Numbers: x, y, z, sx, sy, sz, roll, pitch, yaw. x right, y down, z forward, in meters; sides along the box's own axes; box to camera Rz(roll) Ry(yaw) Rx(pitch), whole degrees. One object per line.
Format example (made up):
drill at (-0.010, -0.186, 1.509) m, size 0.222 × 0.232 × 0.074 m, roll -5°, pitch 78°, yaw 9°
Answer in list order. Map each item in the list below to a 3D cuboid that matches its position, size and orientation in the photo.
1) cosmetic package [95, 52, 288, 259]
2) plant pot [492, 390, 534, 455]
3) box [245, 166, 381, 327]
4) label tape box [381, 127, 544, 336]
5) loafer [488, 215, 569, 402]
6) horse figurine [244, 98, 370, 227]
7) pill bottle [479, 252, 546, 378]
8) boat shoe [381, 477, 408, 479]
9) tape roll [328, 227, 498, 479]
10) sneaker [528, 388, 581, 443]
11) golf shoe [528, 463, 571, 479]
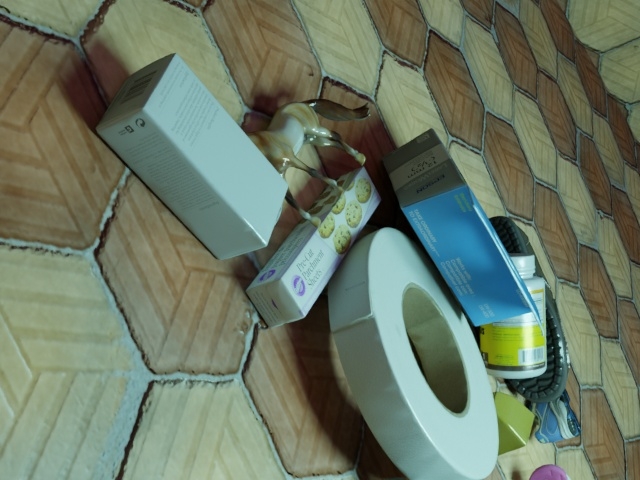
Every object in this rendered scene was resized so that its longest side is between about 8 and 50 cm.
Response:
cosmetic package at (-0.146, -0.096, 1.050) m, size 0.231 × 0.086 × 0.117 m, roll 52°, pitch 37°, yaw -30°
plant pot at (0.304, 0.309, 1.507) m, size 0.083 × 0.081 × 0.081 m, roll 49°, pitch 37°, yaw -10°
box at (0.000, 0.000, 1.230) m, size 0.067 × 0.063 × 0.324 m, roll 58°, pitch 35°, yaw -16°
label tape box at (0.220, -0.005, 1.396) m, size 0.249 × 0.115 × 0.347 m, roll 56°, pitch 12°, yaw -23°
loafer at (0.407, 0.128, 1.694) m, size 0.130 × 0.134 × 0.365 m, roll 8°, pitch 67°, yaw -54°
horse figurine at (-0.027, -0.133, 1.230) m, size 0.174 × 0.066 × 0.263 m, roll 36°, pitch 46°, yaw 0°
pill bottle at (0.344, 0.132, 1.571) m, size 0.117 × 0.117 × 0.214 m, roll -8°, pitch 97°, yaw -57°
boat shoe at (0.064, 0.414, 1.071) m, size 0.306 × 0.113 × 0.104 m, roll -49°, pitch 121°, yaw -71°
tape roll at (0.142, 0.169, 1.282) m, size 0.392 × 0.072 × 0.392 m, roll 46°, pitch 30°, yaw -36°
sneaker at (0.440, 0.310, 1.710) m, size 0.080 × 0.081 × 0.211 m, roll 54°, pitch 19°, yaw -21°
golf shoe at (0.431, 0.544, 1.558) m, size 0.140 × 0.115 × 0.306 m, roll -2°, pitch 81°, yaw -67°
